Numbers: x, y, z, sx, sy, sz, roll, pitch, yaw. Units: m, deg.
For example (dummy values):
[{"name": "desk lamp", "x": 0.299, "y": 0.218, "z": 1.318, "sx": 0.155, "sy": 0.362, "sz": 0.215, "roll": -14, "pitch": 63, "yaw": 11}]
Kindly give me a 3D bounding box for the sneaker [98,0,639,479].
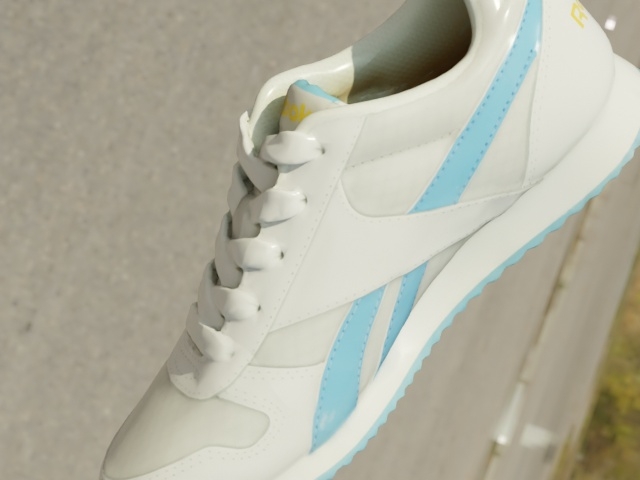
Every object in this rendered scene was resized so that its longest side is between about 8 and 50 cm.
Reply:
[{"name": "sneaker", "x": 0.000, "y": 0.000, "z": 0.544, "sx": 0.229, "sy": 0.092, "sz": 0.087, "roll": -48, "pitch": -153, "yaw": -2}]
